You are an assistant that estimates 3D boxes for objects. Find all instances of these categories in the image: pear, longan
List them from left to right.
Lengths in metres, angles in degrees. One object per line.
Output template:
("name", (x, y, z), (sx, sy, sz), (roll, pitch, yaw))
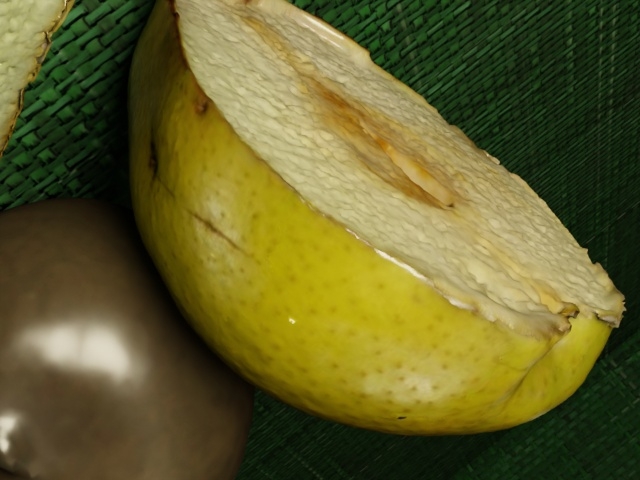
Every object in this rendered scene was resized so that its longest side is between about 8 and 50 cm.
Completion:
("longan", (-0.194, 0.111, 1.046), (0.297, 0.297, 0.297), (-33, 158, -15))
("pear", (0.000, 0.000, 0.955), (0.340, 0.386, 0.191), (3, 127, -54))

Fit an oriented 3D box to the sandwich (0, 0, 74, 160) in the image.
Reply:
("sandwich", (-0.252, -0.131, 0.703), (0.271, 0.099, 0.301), (-11, 149, -42))
